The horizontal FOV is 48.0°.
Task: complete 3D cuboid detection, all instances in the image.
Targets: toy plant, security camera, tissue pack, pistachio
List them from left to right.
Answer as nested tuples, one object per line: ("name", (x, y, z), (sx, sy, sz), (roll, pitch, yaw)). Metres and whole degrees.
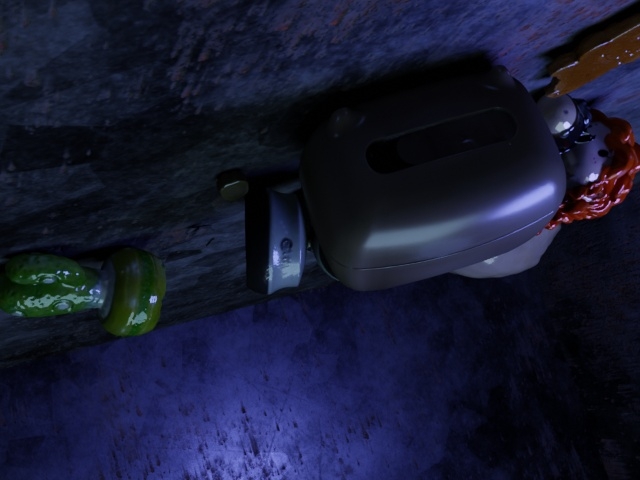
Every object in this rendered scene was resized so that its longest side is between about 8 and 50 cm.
("toy plant", (-0.487, 0.096, 1.438), (0.316, 0.184, 0.224), (9, 152, -33))
("security camera", (0.000, 0.000, 1.326), (0.277, 0.197, 0.191), (-1, -167, -8))
("tissue pack", (0.169, -0.095, 1.109), (0.387, 0.267, 0.277), (-16, 156, -4))
("pistachio", (0.435, -0.038, 1.942), (0.445, 0.281, 0.365), (4, 170, -27))

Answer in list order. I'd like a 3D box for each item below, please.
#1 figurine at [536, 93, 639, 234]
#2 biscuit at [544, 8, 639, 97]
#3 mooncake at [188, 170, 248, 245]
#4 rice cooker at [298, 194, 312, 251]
("figurine", (0.461, -0.165, 1.455), (0.412, 0.241, 0.306), (20, 118, -45))
("biscuit", (0.453, -0.303, 1.126), (0.183, 0.043, 0.280), (-16, 166, -28))
("mooncake", (-0.191, -0.048, 1.369), (0.150, 0.057, 0.347), (5, 162, -34))
("rice cooker", (0.007, -0.044, 1.544), (0.142, 0.118, 0.203), (-17, 164, 4))
